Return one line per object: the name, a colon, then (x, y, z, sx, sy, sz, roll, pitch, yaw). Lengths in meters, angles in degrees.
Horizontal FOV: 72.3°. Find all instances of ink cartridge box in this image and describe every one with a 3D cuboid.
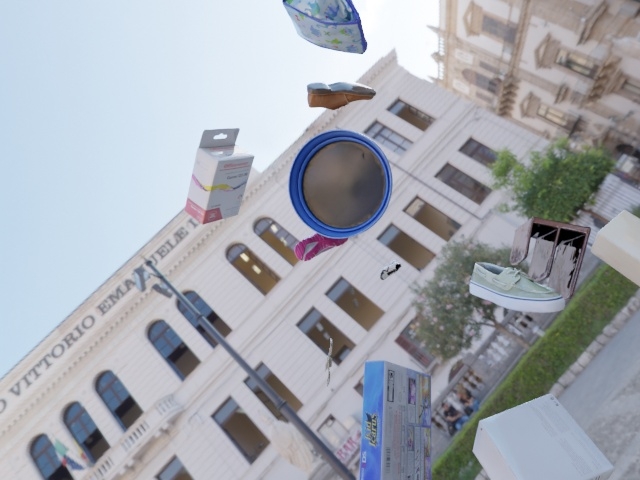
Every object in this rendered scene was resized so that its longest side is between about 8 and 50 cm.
ink cartridge box: (-0.219, -0.143, 0.969, 0.115, 0.067, 0.198, -25, -37, -53)

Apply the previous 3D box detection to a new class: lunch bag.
lunch bag: (0.020, -0.426, 0.841, 0.096, 0.151, 0.129, -56, -11, 6)

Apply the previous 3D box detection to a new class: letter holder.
letter holder: (0.676, 0.066, 1.344, 0.302, 0.152, 0.214, 19, -95, -73)

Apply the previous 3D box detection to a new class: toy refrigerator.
toy refrigerator: (0.747, 0.058, 0.952, 0.094, 0.269, 0.102, -41, -35, -2)

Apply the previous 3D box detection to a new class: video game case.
video game case: (0.181, 0.433, 1.016, 0.244, 0.061, 0.270, 31, -123, -45)

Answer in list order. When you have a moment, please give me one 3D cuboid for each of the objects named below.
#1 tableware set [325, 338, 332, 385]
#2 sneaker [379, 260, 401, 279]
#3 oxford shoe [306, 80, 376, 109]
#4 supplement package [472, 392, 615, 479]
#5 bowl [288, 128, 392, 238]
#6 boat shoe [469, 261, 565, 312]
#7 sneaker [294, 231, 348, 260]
tableware set: (0.033, 0.498, 1.790, 0.141, 0.020, 0.169, -87, 3, -63)
sneaker: (0.288, 0.123, 1.804, 0.109, 0.043, 0.040, -43, -63, -17)
oxford shoe: (0.062, -0.431, 1.319, 0.212, 0.076, 0.076, -3, -48, -8)
supplement package: (0.502, 0.504, 1.016, 0.203, 0.194, 0.149, -16, -51, -10)
bowl: (0.074, -0.204, 1.606, 0.391, 0.391, 0.077, -58, -14, 15)
boat shoe: (0.500, 0.119, 1.158, 0.109, 0.302, 0.094, -6, -83, -21)
sneaker: (0.000, 0.000, 1.742, 0.252, 0.103, 0.111, -24, 2, -16)
